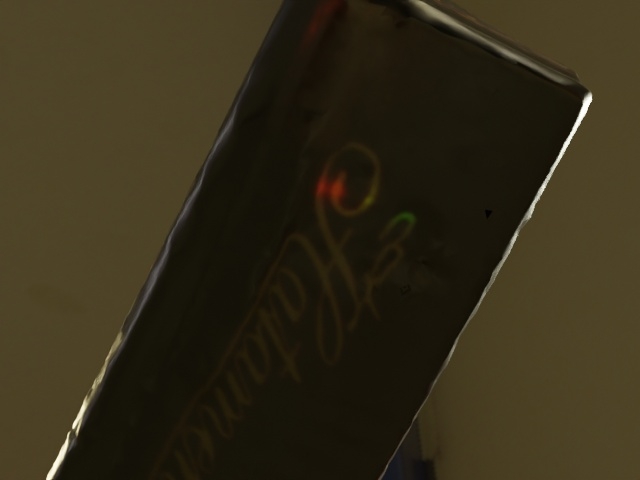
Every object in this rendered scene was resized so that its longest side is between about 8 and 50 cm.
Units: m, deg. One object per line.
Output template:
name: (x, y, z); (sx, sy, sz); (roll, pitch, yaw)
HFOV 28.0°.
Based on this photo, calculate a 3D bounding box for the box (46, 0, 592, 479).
box: (0.000, 0.000, 0.637); (0.116, 0.415, 0.264); (28, -78, -1)
